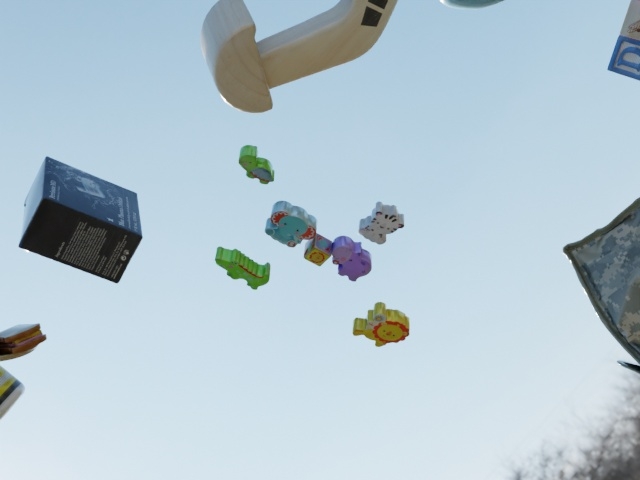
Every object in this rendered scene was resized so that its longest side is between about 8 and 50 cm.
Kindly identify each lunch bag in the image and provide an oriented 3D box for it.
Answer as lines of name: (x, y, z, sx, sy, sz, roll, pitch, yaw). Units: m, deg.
lunch bag: (0.500, 0.111, 1.225, 0.169, 0.287, 0.235, -39, -31, 29)

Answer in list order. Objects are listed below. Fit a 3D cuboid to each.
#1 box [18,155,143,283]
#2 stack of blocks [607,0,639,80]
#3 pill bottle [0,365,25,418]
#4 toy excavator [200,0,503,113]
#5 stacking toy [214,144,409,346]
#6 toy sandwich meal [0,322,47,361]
box: (-0.363, -0.033, 1.344, 0.158, 0.156, 0.093, 23, -70, -25)
stack of blocks: (0.458, -0.310, 0.980, 0.087, 0.171, 0.297, -24, -47, -55)
pill bottle: (-0.511, 0.186, 1.222, 0.103, 0.184, 0.103, -47, 7, 8)
toy excavator: (0.105, -0.342, 1.024, 0.432, 0.222, 0.445, -2, -48, -23)
stacking toy: (0.000, 0.000, 0.934, 0.221, 0.167, 0.052, 27, -48, -22)
toy sandwich meal: (-0.343, 0.107, 0.962, 0.085, 0.085, 0.029, -18, -71, -45)
